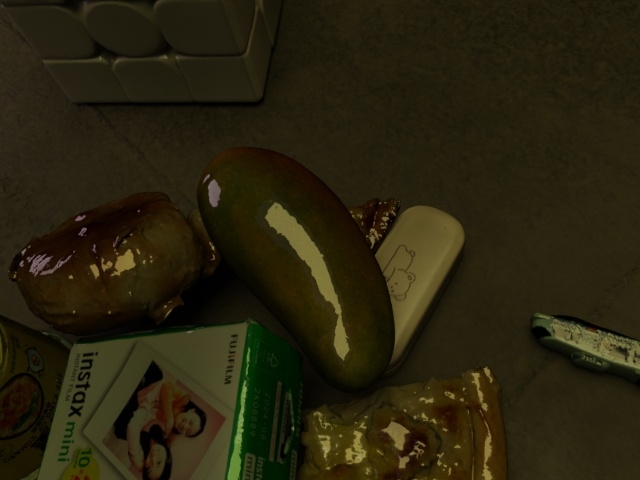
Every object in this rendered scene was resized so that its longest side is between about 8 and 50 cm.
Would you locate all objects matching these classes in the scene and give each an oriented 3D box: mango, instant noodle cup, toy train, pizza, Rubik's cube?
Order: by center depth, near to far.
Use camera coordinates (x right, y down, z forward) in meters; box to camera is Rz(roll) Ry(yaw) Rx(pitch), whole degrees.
[{"bbox_3d":[0.053,0.245,0.635,0.223,0.089,0.323,15,65,14],"label":"pizza"},{"bbox_3d":[0.307,0.116,0.680,0.207,0.043,0.047,17,70,18],"label":"toy train"},{"bbox_3d":[-0.018,0.017,0.685,0.129,0.146,0.289,-37,71,4],"label":"mango"},{"bbox_3d":[-0.355,0.153,0.717,0.182,0.144,0.182,-4,62,8],"label":"instant noodle cup"},{"bbox_3d":[-0.219,-0.376,0.896,0.290,0.291,0.292,2,64,11],"label":"Rubik's cube"}]

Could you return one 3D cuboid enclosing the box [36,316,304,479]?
[{"bbox_3d":[-0.142,0.177,0.655,0.250,0.103,0.180,-10,58,26],"label":"box"}]

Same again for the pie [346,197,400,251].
[{"bbox_3d":[-0.002,0.002,0.779,0.191,0.033,0.088,-8,71,27],"label":"pie"}]

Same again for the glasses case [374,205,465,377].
[{"bbox_3d":[0.086,0.052,0.749,0.083,0.050,0.196,23,69,23],"label":"glasses case"}]

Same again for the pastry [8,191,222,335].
[{"bbox_3d":[-0.218,0.019,0.751,0.229,0.100,0.218,-20,23,4],"label":"pastry"}]
